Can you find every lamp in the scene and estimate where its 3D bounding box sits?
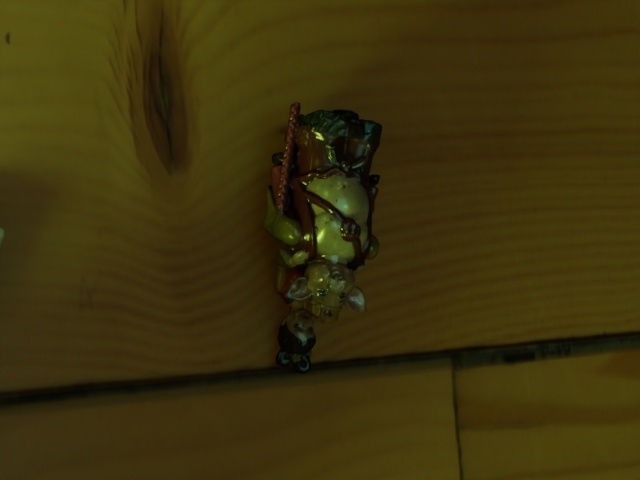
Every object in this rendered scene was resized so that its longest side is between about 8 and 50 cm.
[{"bbox_3d":[0.000,0.000,1.260,0.118,0.118,0.253,15,76,-30],"label":"lamp"}]

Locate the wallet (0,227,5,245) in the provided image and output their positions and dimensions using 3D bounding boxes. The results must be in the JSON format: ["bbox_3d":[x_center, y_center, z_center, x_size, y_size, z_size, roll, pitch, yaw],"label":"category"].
[{"bbox_3d":[-0.318,0.037,1.108,0.061,0.025,0.122,27,73,-29],"label":"wallet"}]
